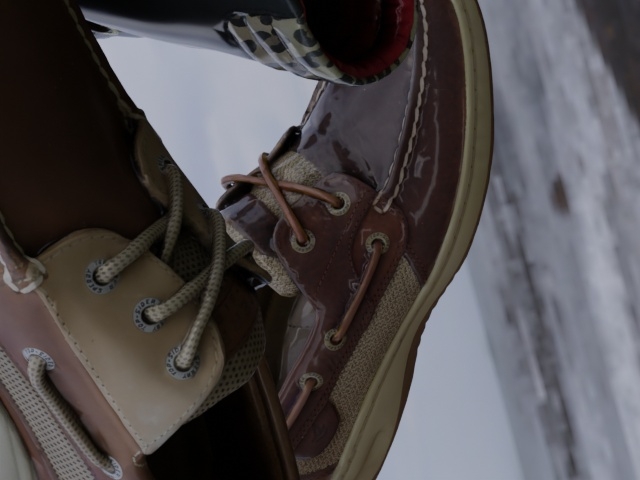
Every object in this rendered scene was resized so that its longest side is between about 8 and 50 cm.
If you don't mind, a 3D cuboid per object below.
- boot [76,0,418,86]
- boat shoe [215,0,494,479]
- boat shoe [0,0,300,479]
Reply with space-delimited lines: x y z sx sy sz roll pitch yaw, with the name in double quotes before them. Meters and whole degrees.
"boot" -0.080 -0.135 0.661 0.085 0.178 0.236 -65 -34 -17
"boat shoe" 0.000 0.000 1.141 0.123 0.123 0.342 40 120 48
"boat shoe" -0.071 0.015 0.677 0.324 0.116 0.123 73 -146 -41
